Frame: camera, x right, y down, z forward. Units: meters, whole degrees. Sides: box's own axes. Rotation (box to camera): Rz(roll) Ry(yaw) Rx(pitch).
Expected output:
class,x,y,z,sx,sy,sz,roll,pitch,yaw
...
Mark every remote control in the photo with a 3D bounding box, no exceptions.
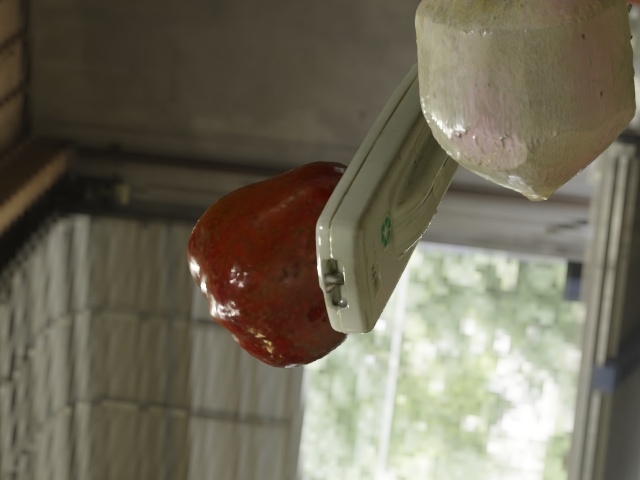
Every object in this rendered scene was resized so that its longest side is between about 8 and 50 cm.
class,x,y,z,sx,sy,sz,roll,pitch,yaw
remote control,0.055,-0.035,1.290,0.230,0.049,0.090,-59,-30,-49

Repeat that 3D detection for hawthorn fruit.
class,x,y,z,sx,sy,sz,roll,pitch,yaw
hawthorn fruit,0.000,0.000,1.526,0.163,0.203,0.162,53,-174,-8

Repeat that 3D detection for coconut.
class,x,y,z,sx,sy,sz,roll,pitch,yaw
coconut,0.103,-0.079,0.957,0.110,0.110,0.124,-66,-27,-64
